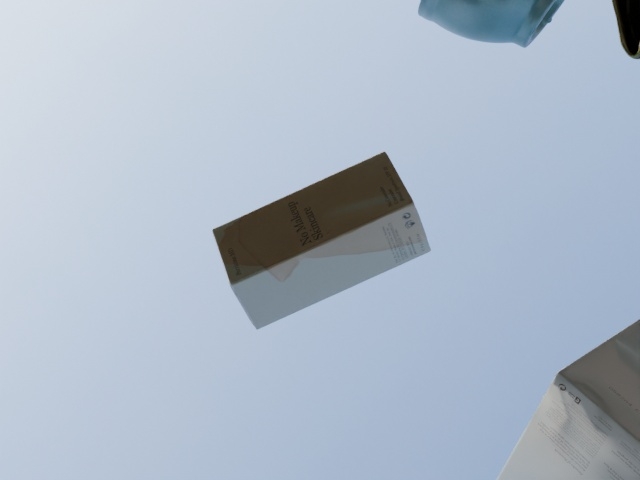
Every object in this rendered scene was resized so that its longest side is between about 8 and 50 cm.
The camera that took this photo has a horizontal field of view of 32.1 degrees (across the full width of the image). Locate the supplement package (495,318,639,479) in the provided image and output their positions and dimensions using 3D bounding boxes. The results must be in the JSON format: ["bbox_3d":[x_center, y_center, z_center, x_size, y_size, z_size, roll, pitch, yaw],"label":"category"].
[{"bbox_3d":[0.381,0.280,1.416,0.198,0.262,0.199,-23,-126,-40],"label":"supplement package"}]

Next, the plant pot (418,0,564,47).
[{"bbox_3d":[0.339,-0.467,1.977,0.196,0.293,0.293,37,-108,7],"label":"plant pot"}]

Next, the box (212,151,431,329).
[{"bbox_3d":[0.000,0.000,1.772,0.311,0.121,0.148,-25,-136,-1],"label":"box"}]

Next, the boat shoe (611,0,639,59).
[{"bbox_3d":[0.511,-0.440,1.754,0.104,0.307,0.111,-25,-162,-36],"label":"boat shoe"}]
